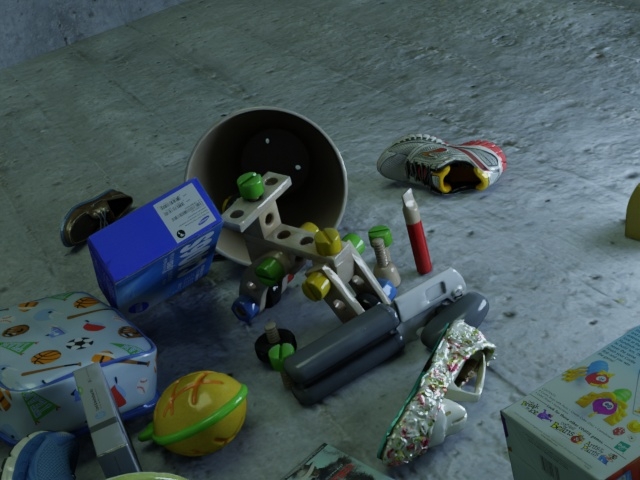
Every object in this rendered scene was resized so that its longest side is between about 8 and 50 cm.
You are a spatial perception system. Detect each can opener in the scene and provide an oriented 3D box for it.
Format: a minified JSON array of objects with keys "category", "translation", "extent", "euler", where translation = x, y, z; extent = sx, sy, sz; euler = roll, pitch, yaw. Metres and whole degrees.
[{"category":"can opener","translation":[0.092,0.129,1.275],"extent":[0.283,0.076,0.095],"euler":[-29,30,-21]}]

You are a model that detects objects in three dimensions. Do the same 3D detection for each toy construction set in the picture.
[{"category":"toy construction set","translation":[0.000,0.000,1.379],"extent":[0.309,0.237,0.257],"euler":[-25,30,-19]}]

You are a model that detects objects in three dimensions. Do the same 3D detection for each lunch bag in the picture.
[{"category":"lunch bag","translation":[-0.380,0.173,1.345],"extent":[0.243,0.115,0.303],"euler":[-17,24,-35]}]

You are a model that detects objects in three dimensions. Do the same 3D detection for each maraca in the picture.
[{"category":"maraca","translation":[-0.160,0.218,1.226],"extent":[0.127,0.099,0.186],"euler":[-30,6,-35]}]

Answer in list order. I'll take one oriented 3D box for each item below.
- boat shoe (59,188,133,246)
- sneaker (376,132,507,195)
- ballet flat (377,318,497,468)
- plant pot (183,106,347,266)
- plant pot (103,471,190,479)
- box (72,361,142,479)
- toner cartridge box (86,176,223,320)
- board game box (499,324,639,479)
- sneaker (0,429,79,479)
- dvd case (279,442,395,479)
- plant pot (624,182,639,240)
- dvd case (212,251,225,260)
[{"category":"boat shoe","translation":[-0.423,-0.048,1.848],"extent":[0.066,0.066,0.183],"euler":[2,33,26]},{"category":"sneaker","translation":[0.197,-0.127,1.664],"extent":[0.225,0.088,0.092],"euler":[2,35,30]},{"category":"ballet flat","translation":[0.147,0.181,1.156],"extent":[0.077,0.091,0.241],"euler":[22,45,16]},{"category":"plant pot","translation":[-0.082,-0.112,1.648],"extent":[0.257,0.256,0.274],"euler":[-13,13,4]},{"category":"plant pot","translation":[-0.132,0.377,0.794],"extent":[0.276,0.276,0.254],"euler":[-30,44,-25]},{"category":"box","translation":[-0.240,0.249,1.152],"extent":[0.038,0.145,0.186],"euler":[-21,30,-12]},{"category":"toner cartridge box","translation":[-0.238,0.025,1.405],"extent":[0.165,0.075,0.348],"euler":[-30,-6,-15]},{"category":"board game box","translation":[0.341,0.188,0.978],"extent":[0.275,0.142,0.144],"euler":[-27,30,-19]},{"category":"sneaker","translation":[-0.280,0.334,1.076],"extent":[0.147,0.129,0.330],"euler":[-4,31,-9]},{"category":"dvd case","translation":[0.016,0.280,1.109],"extent":[0.087,0.013,0.119],"euler":[-34,33,-31]},{"category":"plant pot","translation":[0.487,-0.049,1.388],"extent":[0.081,0.083,0.081],"euler":[-32,33,-27]},{"category":"dvd case","translation":[-0.253,-0.001,1.733],"extent":[0.221,0.018,0.164],"euler":[-8,31,12]}]
